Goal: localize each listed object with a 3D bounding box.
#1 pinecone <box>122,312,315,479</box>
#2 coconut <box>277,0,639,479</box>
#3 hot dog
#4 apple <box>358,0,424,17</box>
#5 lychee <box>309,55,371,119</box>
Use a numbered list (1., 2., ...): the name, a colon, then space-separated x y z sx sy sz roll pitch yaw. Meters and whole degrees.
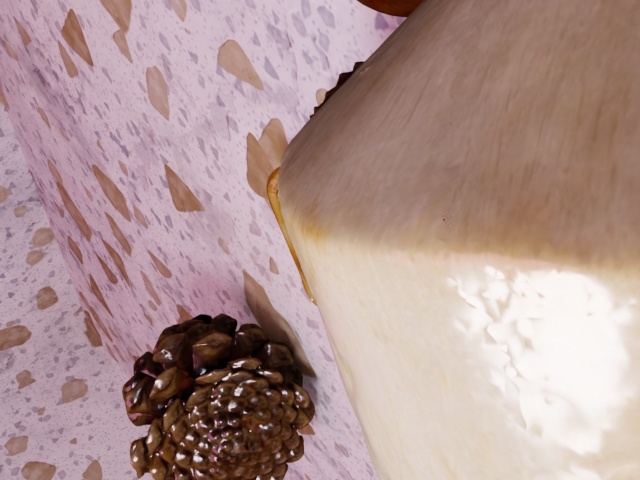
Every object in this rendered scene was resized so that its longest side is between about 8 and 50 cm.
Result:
1. pinecone: -0.213 0.297 1.706 0.384 0.384 0.384 44 154 29
2. coconut: 0.174 -0.004 0.507 0.415 0.344 0.415 23 131 29
3. hot dog: 0.000 0.000 1.254 0.100 0.068 0.250 17 137 43
4. apple: 0.076 -0.250 0.606 0.230 0.230 0.230 44 154 29
5. lychee: 0.090 -0.057 0.814 0.236 0.235 0.271 64 175 -14
